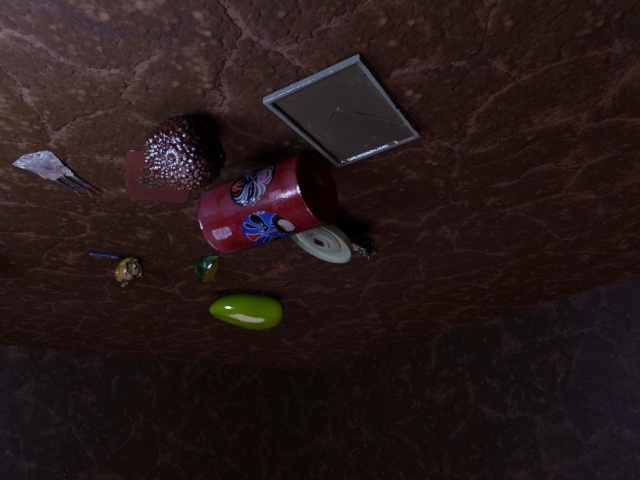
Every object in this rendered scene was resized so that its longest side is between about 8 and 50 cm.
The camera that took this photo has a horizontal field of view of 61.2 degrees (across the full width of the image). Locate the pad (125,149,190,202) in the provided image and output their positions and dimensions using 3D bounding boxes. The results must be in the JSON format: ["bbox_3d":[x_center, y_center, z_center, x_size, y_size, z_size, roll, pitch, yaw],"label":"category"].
[{"bbox_3d":[-0.447,-0.171,1.504,0.181,0.004,0.267,5,156,-17],"label":"pad"}]

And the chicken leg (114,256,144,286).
[{"bbox_3d":[-0.733,0.128,2.064,0.107,0.087,0.251,-13,170,-25],"label":"chicken leg"}]

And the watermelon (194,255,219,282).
[{"bbox_3d":[-0.441,0.124,2.095,0.092,0.075,0.181,1,155,-19],"label":"watermelon"}]

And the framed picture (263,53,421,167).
[{"bbox_3d":[0.062,-0.287,1.273,0.247,0.022,0.335,-17,153,28],"label":"framed picture"}]

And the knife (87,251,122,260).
[{"bbox_3d":[-0.781,0.055,1.967,0.121,0.018,0.031,11,151,-26],"label":"knife"}]

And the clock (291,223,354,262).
[{"bbox_3d":[0.000,0.000,1.782,0.235,0.029,0.235,24,154,13],"label":"clock"}]

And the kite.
[{"bbox_3d":[-0.704,-0.173,1.459,0.127,0.016,0.229,-8,153,18],"label":"kite"}]

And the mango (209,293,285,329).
[{"bbox_3d":[-0.333,0.323,2.475,0.343,0.156,0.192,9,145,-18],"label":"mango"}]

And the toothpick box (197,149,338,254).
[{"bbox_3d":[-0.143,-0.096,1.467,0.333,0.204,0.204,-17,153,30],"label":"toothpick box"}]

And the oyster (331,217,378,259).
[{"bbox_3d":[0.097,-0.002,1.857,0.214,0.083,0.223,27,172,-15],"label":"oyster"}]

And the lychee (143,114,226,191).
[{"bbox_3d":[-0.317,-0.199,1.249,0.188,0.188,0.188,-3,157,-1],"label":"lychee"}]
